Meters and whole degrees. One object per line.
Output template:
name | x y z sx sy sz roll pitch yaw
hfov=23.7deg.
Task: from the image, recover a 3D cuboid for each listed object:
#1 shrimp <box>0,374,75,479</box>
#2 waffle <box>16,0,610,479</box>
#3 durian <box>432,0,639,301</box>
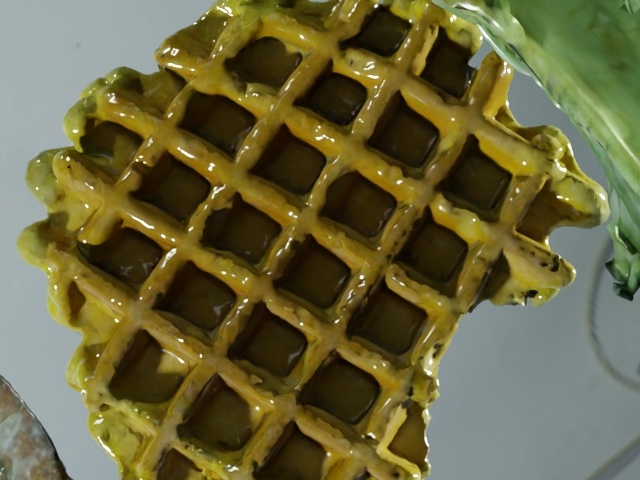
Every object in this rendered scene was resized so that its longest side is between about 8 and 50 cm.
shrimp | -0.244 0.258 1.394 0.110 0.221 0.445 -19 40 -37
waffle | -0.008 0.005 0.802 0.301 0.058 0.281 -34 84 -3
durian | 0.104 -0.024 0.419 0.198 0.163 0.394 -27 65 -34
